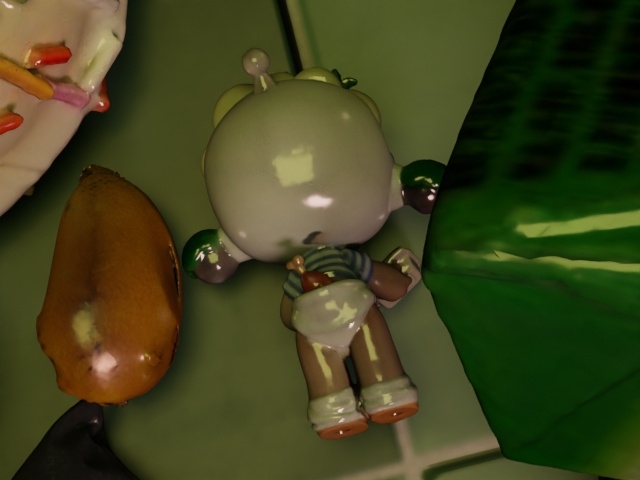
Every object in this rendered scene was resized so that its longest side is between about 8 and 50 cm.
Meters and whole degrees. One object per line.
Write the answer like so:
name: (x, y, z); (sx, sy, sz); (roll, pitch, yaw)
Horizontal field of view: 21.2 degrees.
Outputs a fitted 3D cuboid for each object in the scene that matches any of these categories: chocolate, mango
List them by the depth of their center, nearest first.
chocolate: (0.248, -0.039, 0.709); (0.341, 0.161, 0.360); (9, 44, 16)
mango: (-0.104, 0.023, 0.875); (0.063, 0.077, 0.127); (-14, 64, 26)

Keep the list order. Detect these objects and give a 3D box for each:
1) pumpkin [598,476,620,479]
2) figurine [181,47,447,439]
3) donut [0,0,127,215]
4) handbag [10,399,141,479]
pumpkin: (0.236, 0.108, 0.799); (0.219, 0.162, 0.219); (-9, 56, 13)
figurine: (0.000, 0.000, 0.862); (0.147, 0.093, 0.197); (-18, 83, 10)
donut: (-0.284, -0.156, 0.888); (0.383, 0.142, 0.382); (-1, 82, 5)
handbag: (-0.141, 0.235, 0.838); (0.254, 0.089, 0.211); (-43, 70, 0)
